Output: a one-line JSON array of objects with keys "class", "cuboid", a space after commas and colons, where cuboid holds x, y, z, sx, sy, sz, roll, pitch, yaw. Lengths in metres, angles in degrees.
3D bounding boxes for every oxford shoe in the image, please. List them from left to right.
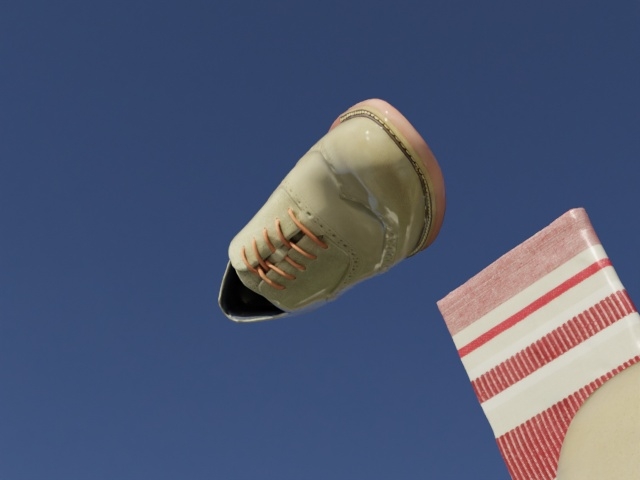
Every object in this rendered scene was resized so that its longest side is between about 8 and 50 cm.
[{"class": "oxford shoe", "cuboid": [0.000, 0.000, 1.125, 0.140, 0.146, 0.397, 51, -24, 8]}]

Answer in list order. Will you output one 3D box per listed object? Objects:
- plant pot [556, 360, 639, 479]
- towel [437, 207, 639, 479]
[{"class": "plant pot", "cuboid": [0.320, 0.163, 0.750, 0.284, 0.284, 0.191, 26, -40, -8]}, {"class": "towel", "cuboid": [0.298, 0.152, 1.482, 0.237, 0.329, 0.037, -37, -34, 26]}]
